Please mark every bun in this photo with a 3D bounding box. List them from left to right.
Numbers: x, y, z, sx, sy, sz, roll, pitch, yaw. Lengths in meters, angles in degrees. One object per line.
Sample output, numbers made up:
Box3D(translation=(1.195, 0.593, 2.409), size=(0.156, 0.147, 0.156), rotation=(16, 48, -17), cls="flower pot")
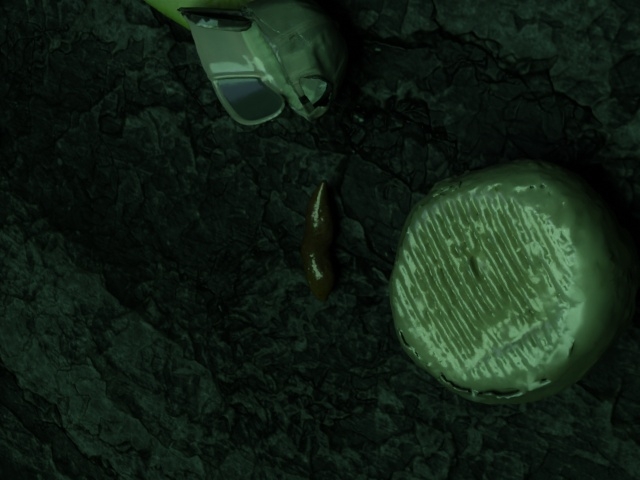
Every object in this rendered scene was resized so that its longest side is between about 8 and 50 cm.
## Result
Box3D(translation=(0.270, 0.051, 1.759), size=(0.360, 0.211, 0.359), rotation=(9, 109, 27), cls="bun")

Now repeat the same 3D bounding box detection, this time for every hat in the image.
Box3D(translation=(-0.086, -0.289, 1.883), size=(0.275, 0.161, 0.232), rotation=(14, 146, 26), cls="hat")

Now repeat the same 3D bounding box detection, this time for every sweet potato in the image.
Box3D(translation=(-0.003, 0.000, 2.050), size=(0.065, 0.051, 0.218), rotation=(18, 122, 35), cls="sweet potato")

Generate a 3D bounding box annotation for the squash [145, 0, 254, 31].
Box3D(translation=(-0.140, -0.386, 1.892), size=(0.237, 0.204, 0.155), rotation=(-33, 72, 37), cls="squash")
